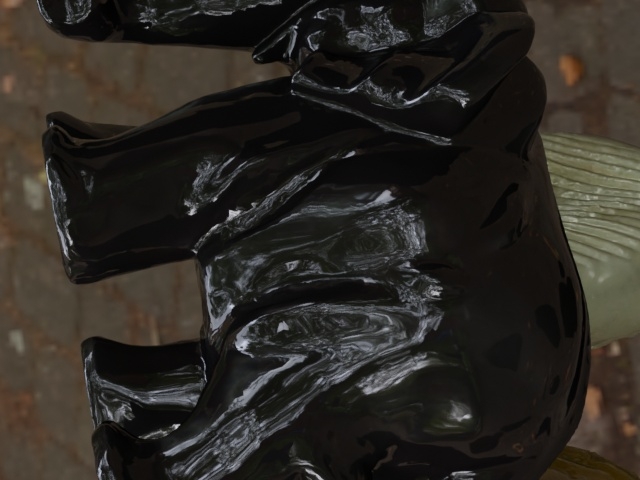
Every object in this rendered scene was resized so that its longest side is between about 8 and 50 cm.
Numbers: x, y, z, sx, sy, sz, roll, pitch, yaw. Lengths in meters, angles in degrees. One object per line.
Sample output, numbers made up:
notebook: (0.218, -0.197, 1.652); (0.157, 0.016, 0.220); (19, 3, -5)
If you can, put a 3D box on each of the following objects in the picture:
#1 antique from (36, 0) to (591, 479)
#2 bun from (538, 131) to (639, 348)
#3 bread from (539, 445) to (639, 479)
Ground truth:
antique: (0.000, 0.000, 0.833); (0.185, 0.255, 0.322); (90, 166, -66)
bun: (0.157, 0.018, 1.168); (0.222, 0.222, 0.127); (42, 143, 46)
bread: (0.168, 0.231, 1.059); (0.253, 0.227, 0.142); (35, 107, 49)
